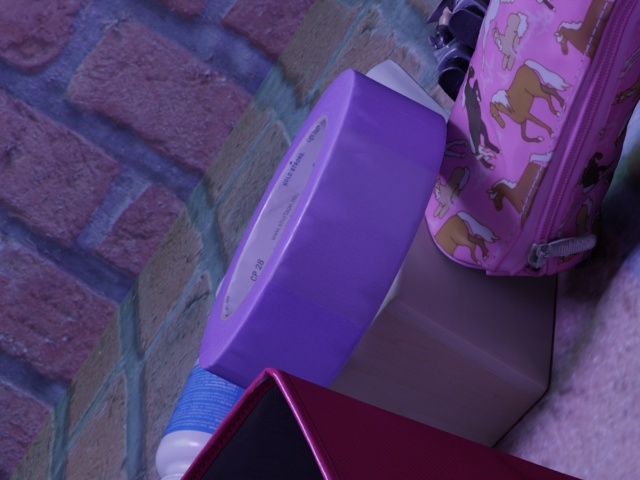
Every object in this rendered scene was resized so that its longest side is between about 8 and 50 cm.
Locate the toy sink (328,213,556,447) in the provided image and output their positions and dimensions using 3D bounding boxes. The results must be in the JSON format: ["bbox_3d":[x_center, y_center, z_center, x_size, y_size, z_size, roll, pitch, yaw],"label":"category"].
[{"bbox_3d":[0.101,0.057,1.611,0.131,0.153,0.234,-51,15,33],"label":"toy sink"}]

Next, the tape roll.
[{"bbox_3d":[0.000,0.000,1.550,0.275,0.090,0.275,-60,9,16],"label":"tape roll"}]

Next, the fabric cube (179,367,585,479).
[{"bbox_3d":[0.043,0.262,0.942,0.259,0.258,0.254,-54,34,21],"label":"fabric cube"}]

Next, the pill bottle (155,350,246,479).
[{"bbox_3d":[-0.111,0.222,2.103,0.124,0.124,0.221,-44,18,49],"label":"pill bottle"}]

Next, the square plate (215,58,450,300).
[{"bbox_3d":[0.030,0.010,1.943,0.347,0.049,0.344,-55,36,11],"label":"square plate"}]

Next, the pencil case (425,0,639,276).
[{"bbox_3d":[0.196,-0.146,1.458,0.160,0.167,0.386,-29,-33,-41],"label":"pencil case"}]

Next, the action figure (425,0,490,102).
[{"bbox_3d":[0.185,-0.252,2.165,0.185,0.099,0.285,-60,6,30],"label":"action figure"}]
